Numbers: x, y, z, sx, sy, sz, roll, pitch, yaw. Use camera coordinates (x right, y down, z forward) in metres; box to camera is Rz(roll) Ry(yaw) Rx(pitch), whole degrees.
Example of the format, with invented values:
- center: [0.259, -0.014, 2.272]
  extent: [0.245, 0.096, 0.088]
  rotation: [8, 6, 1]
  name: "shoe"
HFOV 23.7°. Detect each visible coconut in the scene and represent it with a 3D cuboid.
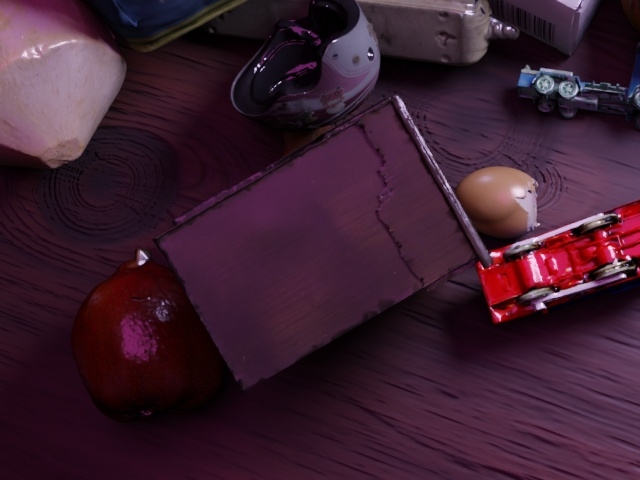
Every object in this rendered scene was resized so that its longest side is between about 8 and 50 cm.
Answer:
- center: [-0.342, -0.191, 1.748]
  extent: [0.236, 0.197, 0.237]
  rotation: [-2, 70, 6]
  name: "coconut"

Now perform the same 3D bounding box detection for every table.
- center: [0.000, 0.000, 1.600]
  extent: [0.282, 0.250, 0.196]
  rotation: [-30, 95, 1]
  name: "table"

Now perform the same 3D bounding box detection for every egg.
- center: [0.196, -0.042, 1.693]
  extent: [0.096, 0.080, 0.080]
  rotation: [1, 76, 16]
  name: "egg"

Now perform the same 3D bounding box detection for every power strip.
- center: [0.038, -0.264, 1.749]
  extent: [0.387, 0.092, 0.066]
  rotation: [10, 49, 17]
  name: "power strip"

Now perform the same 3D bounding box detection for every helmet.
- center: [-0.002, -0.184, 1.690]
  extent: [0.177, 0.107, 0.153]
  rotation: [-37, 34, 25]
  name: "helmet"

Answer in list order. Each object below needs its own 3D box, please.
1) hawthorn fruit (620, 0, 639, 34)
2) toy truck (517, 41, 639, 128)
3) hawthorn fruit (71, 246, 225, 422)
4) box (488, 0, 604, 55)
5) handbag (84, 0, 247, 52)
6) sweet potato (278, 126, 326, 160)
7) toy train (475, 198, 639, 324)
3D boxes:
- center: [0.464, -0.279, 1.658]
  extent: [0.262, 0.210, 0.211]
  rotation: [14, 77, -15]
  name: "hawthorn fruit"
- center: [0.315, -0.181, 1.723]
  extent: [0.175, 0.067, 0.081]
  rotation: [9, 71, 14]
  name: "toy truck"
- center: [-0.189, 0.103, 1.673]
  extent: [0.169, 0.169, 0.188]
  rotation: [-5, 74, 7]
  name: "hawthorn fruit"
- center: [0.292, -0.404, 1.739]
  extent: [0.173, 0.145, 0.333]
  rotation: [28, 82, 12]
  name: "box"
- center: [-0.191, -0.366, 1.663]
  extent: [0.263, 0.241, 0.222]
  rotation: [-28, 48, 20]
  name: "handbag"
- center: [-0.021, -0.109, 1.753]
  extent: [0.065, 0.051, 0.218]
  rotation: [9, 76, 33]
  name: "sweet potato"
- center: [0.279, 0.025, 1.646]
  extent: [0.204, 0.131, 0.083]
  rotation: [-19, 79, 14]
  name: "toy train"
